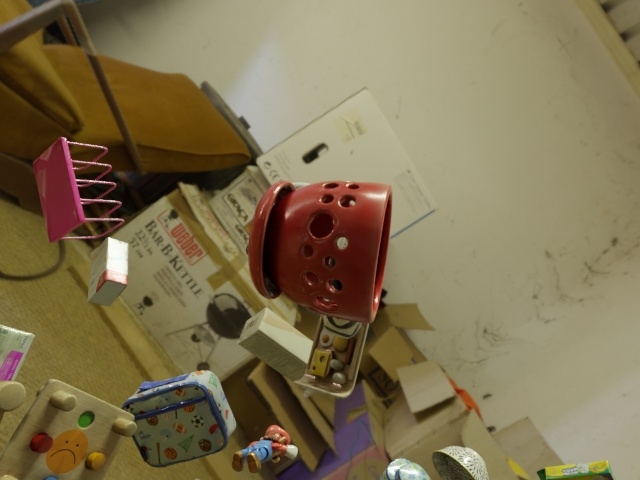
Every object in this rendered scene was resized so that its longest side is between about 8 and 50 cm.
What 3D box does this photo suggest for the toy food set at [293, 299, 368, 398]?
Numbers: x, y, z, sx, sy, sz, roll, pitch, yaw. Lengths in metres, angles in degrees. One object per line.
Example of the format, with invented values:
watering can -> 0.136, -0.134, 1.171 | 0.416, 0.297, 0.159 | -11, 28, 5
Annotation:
toy food set -> 0.029, 0.357, 1.567 | 0.219, 0.306, 0.092 | 0, -23, 43

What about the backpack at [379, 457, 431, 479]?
backpack -> 0.207, 0.581, 1.102 | 0.105, 0.084, 0.114 | -3, 33, -38

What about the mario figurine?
mario figurine -> -0.231, 0.933, 1.998 | 0.198, 0.170, 0.320 | 31, 12, 26

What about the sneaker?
sneaker -> 0.071, 0.043, 0.830 | 0.094, 0.235, 0.153 | 24, -34, 10

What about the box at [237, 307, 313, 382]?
box -> -0.154, 0.421, 1.834 | 0.311, 0.148, 0.121 | 41, 35, -20

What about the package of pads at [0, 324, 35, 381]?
package of pads -> -0.803, 0.328, 1.119 | 0.101, 0.229, 0.296 | 27, -25, -30

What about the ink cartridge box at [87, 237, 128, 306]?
ink cartridge box -> -0.673, 0.099, 1.469 | 0.072, 0.127, 0.175 | 23, 37, -39

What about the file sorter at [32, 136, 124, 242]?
file sorter -> -0.814, -0.164, 1.574 | 0.182, 0.202, 0.291 | -4, 74, -57

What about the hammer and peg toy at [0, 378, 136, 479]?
hammer and peg toy -> -0.614, 0.456, 1.021 | 0.127, 0.266, 0.361 | -1, -35, 35

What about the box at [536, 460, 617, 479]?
box -> 0.678, 0.639, 1.218 | 0.105, 0.179, 0.043 | 57, 31, -17

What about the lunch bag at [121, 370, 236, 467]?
lunch bag -> -0.413, 0.506, 1.323 | 0.115, 0.303, 0.243 | -61, 131, -75

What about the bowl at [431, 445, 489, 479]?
bowl -> 0.387, 0.609, 1.230 | 0.170, 0.080, 0.170 | 39, -35, 35

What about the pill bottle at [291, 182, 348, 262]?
pill bottle -> 0.000, 0.000, 1.281 | 0.229, 0.229, 0.407 | 55, 10, 19

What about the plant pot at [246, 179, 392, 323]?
plant pot -> 0.005, 0.008, 0.644 | 0.191, 0.174, 0.191 | 8, 90, -76
